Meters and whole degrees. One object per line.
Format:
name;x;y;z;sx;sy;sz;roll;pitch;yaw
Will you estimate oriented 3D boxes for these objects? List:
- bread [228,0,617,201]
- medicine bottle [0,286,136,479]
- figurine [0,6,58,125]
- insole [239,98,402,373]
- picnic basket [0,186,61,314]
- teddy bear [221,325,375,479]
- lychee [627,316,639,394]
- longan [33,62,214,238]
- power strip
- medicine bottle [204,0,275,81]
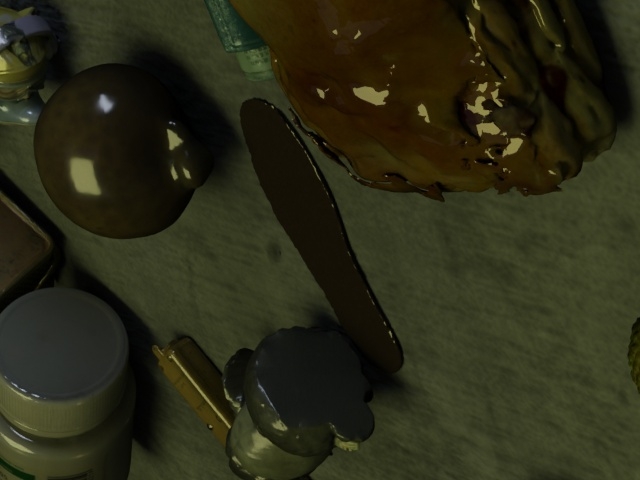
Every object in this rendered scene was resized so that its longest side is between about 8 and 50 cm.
bread;0.043;-0.177;1.181;0.277;0.167;0.324;9;129;50
medicine bottle;-0.352;0.223;2.136;0.208;0.208;0.340;40;149;18
figurine;-0.369;-0.210;1.766;0.208;0.128;0.184;53;149;7
insole;0.000;0.000;1.603;0.111;0.007;0.328;3;125;55
picnic basket;-0.478;0.056;2.079;0.165;0.266;0.139;41;156;11
teddy bear;-0.031;0.176;1.728;0.171;0.144;0.251;69;157;16
lychee;0.293;0.096;1.199;0.146;0.114;0.114;45;157;54
longan;-0.197;-0.089;1.626;0.204;0.159;0.185;12;124;31
power strip;-0.098;0.238;1.972;0.305;0.044;0.064;50;150;4
medicine bottle;-0.077;-0.252;1.339;0.124;0.079;0.258;-122;9;-58
